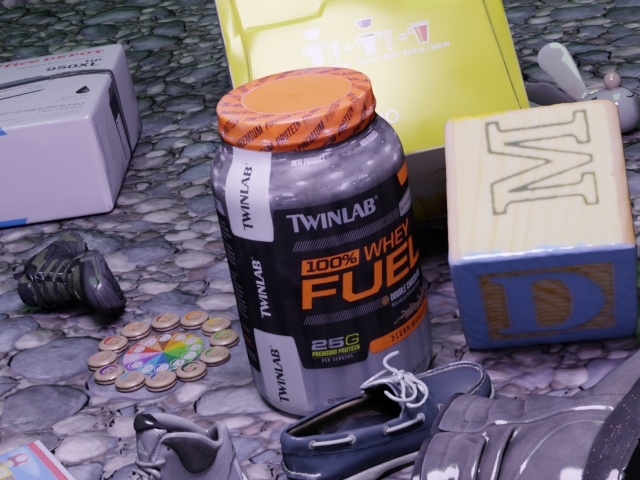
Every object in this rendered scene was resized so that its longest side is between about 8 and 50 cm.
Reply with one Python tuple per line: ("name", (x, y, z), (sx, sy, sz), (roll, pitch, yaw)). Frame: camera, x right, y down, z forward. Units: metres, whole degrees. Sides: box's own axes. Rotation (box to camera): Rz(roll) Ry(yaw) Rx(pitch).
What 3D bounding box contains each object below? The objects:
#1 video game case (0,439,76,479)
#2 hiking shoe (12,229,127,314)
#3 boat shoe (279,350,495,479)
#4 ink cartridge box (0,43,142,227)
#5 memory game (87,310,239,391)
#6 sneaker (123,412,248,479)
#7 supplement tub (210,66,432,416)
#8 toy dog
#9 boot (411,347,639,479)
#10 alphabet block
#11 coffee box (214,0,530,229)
("video game case", (-0.338, 0.273, 1.191), (0.285, 0.025, 0.204), (-21, 25, -25))
("hiking shoe", (-0.332, 0.063, 1.810), (0.114, 0.086, 0.227), (-32, 24, -14))
("boat shoe", (0.068, 0.172, 1.384), (0.254, 0.079, 0.095), (-21, 26, -23))
("ink cartridge box", (-0.466, -0.174, 2.257), (0.285, 0.166, 0.395), (-8, 24, 3))
("memory game", (-0.189, 0.130, 1.663), (0.186, 0.012, 0.186), (-9, 24, 4))
("sneaker", (-0.180, 0.230, 1.292), (0.229, 0.132, 0.086), (-22, 27, -26))
("supplement tub", (0.000, 0.000, 1.474), (0.207, 0.338, 0.207), (-9, 25, 4))
("toy dog", (0.305, -0.239, 2.099), (0.334, 0.161, 0.220), (-8, 24, 4))
("boot", (0.230, 0.161, 1.315), (0.223, 0.118, 0.338), (-1, 21, 32))
("alphabet block", (0.241, -0.015, 1.514), (0.193, 0.192, 0.197), (-5, 56, 9))
("coffee box", (0.056, -0.205, 1.751), (0.338, 0.338, 0.334), (-11, -15, -1))
